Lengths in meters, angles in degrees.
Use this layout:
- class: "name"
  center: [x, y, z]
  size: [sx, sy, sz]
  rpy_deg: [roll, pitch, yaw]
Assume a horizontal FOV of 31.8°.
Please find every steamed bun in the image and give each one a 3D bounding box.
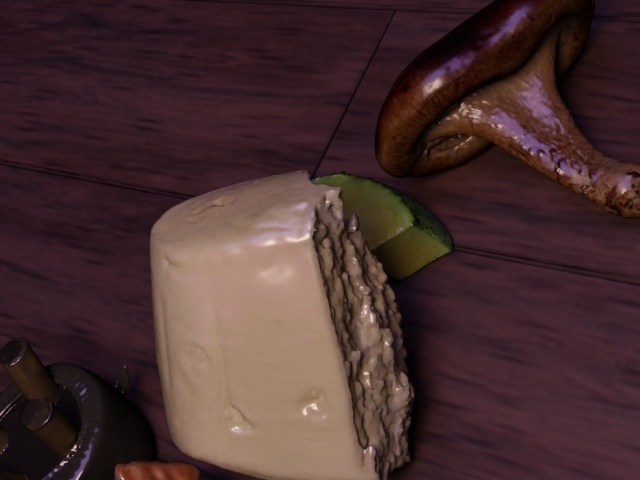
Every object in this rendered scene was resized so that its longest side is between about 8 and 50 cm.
- class: "steamed bun"
  center: [-0.022, 0.053, 0.862]
  size: [0.200, 0.225, 0.170]
  rpy_deg: [3, 20, 20]

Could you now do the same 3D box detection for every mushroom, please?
- class: "mushroom"
  center: [0.174, -0.084, 0.912]
  size: [0.227, 0.148, 0.217]
  rpy_deg: [-40, 64, 8]

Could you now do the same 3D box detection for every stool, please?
- class: "stool"
  center: [-0.242, 0.197, 0.943]
  size: [0.153, 0.139, 0.228]
  rpy_deg: [-5, 55, 29]

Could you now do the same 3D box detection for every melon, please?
- class: "melon"
  center: [0.000, 0.000, 0.986]
  size: [0.210, 0.064, 0.118]
  rpy_deg: [-27, 55, 16]

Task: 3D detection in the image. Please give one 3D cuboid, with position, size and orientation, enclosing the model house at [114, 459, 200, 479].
- class: "model house"
  center: [-0.194, 0.295, 0.762]
  size: [0.329, 0.251, 0.295]
  rpy_deg: [-40, 70, -5]
